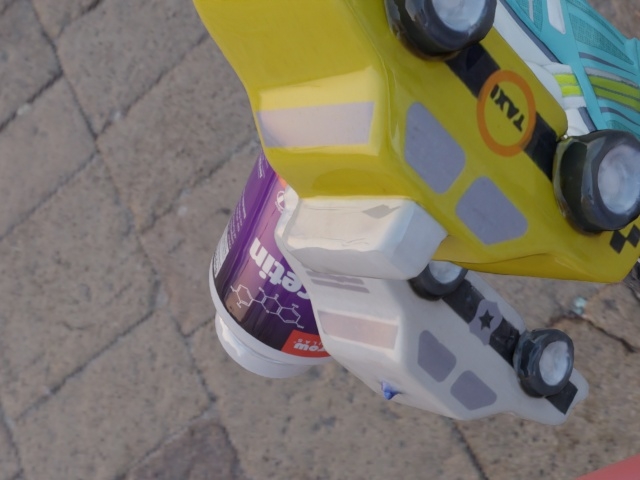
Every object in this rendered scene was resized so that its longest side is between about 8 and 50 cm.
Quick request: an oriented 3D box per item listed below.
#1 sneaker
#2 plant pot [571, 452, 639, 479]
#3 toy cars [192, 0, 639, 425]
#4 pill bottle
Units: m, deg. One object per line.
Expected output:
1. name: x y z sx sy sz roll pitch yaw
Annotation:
1. sneaker: 0.182 -0.077 0.693 0.110 0.107 0.275 -29 79 -5
2. plant pot: 0.242 0.325 0.951 0.243 0.275 0.275 -30 61 -8
3. toy cars: 0.037 0.013 0.477 0.176 0.394 0.087 26 72 16
4. pill bottle: 0.000 0.000 1.093 0.182 0.181 0.323 60 143 27
